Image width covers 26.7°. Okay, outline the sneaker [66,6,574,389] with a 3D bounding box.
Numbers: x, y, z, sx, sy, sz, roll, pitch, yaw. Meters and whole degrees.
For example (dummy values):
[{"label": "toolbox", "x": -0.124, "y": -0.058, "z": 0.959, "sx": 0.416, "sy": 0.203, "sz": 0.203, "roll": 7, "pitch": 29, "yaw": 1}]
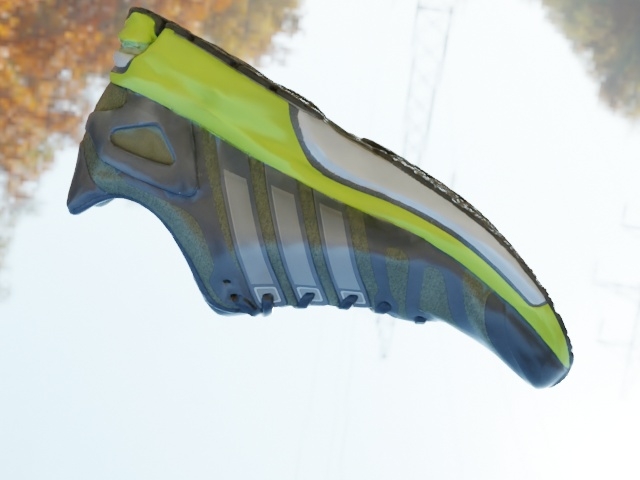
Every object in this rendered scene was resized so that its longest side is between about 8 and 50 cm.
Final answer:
[{"label": "sneaker", "x": 0.000, "y": 0.000, "z": 0.726, "sx": 0.300, "sy": 0.121, "sz": 0.111, "roll": 32, "pitch": -172, "yaw": 1}]
